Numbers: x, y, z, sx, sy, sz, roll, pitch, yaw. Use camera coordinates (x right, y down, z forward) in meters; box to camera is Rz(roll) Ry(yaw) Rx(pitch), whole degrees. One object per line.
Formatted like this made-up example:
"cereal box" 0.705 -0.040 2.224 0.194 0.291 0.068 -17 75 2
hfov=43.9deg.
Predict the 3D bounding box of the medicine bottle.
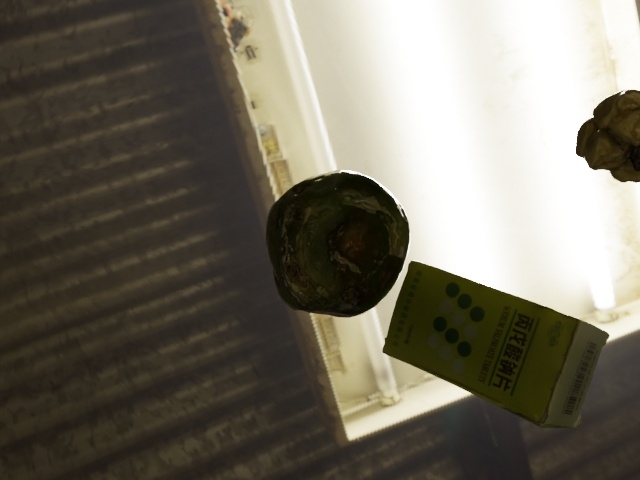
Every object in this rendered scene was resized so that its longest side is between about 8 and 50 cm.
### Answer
"medicine bottle" 0.222 0.134 1.028 0.141 0.250 0.137 23 -92 -54

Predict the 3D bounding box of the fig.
"fig" 0.000 0.000 1.131 0.206 0.275 0.206 -2 -85 -18

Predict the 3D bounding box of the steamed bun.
"steamed bun" 0.567 -0.172 1.459 0.177 0.192 0.106 28 -127 -21
